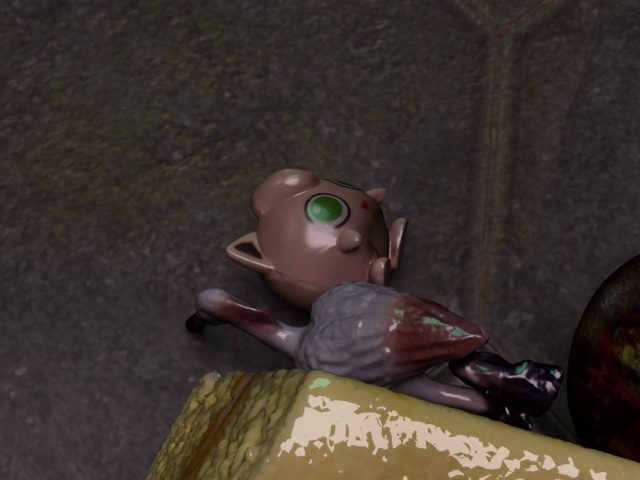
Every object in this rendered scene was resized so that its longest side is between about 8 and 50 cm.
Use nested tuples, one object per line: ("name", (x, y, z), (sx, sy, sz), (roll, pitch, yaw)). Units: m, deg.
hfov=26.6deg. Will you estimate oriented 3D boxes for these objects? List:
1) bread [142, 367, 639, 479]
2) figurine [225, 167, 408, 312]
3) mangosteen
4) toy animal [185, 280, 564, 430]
("bread", (0.052, 0.223, 0.934), (0.405, 0.346, 0.242), (21, 81, -2))
("figurine", (0.000, 0.000, 1.139), (0.138, 0.125, 0.125), (17, 67, 11))
("mangosteen", (0.321, 0.095, 1.062), (0.231, 0.231, 0.289), (33, 32, 15))
("toy animal", (0.023, 0.083, 1.049), (0.324, 0.195, 0.090), (14, 66, 12))
